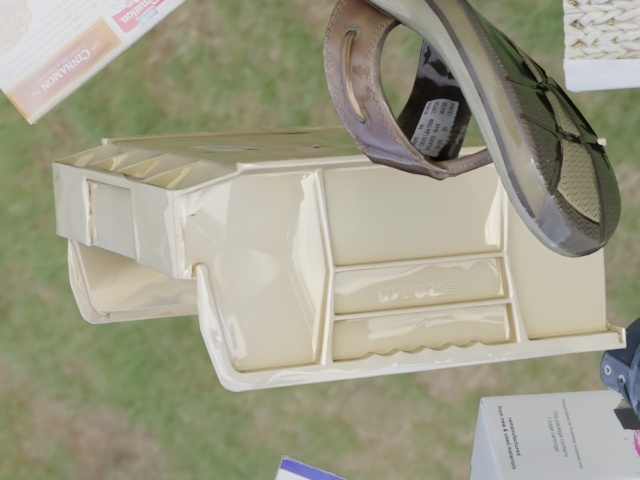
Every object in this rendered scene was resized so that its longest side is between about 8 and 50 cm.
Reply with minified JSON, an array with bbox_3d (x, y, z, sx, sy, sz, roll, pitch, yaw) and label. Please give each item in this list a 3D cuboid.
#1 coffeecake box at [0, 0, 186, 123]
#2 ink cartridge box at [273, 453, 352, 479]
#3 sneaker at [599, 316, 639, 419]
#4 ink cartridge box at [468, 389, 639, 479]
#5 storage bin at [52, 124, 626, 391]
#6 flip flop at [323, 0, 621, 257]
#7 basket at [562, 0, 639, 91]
[{"bbox_3d":[-0.201,-0.195,1.356,0.185,0.142,0.068,51,179,-8],"label":"coffeecake box"},{"bbox_3d":[0.005,0.310,0.983,0.176,0.370,0.069,18,180,27],"label":"ink cartridge box"},{"bbox_3d":[0.231,0.144,1.228,0.086,0.226,0.163,16,-178,-28],"label":"sneaker"},{"bbox_3d":[0.282,0.240,1.812,0.278,0.117,0.201,-3,134,-6],"label":"ink cartridge box"},{"bbox_3d":[0.000,0.000,1.176,0.262,0.260,0.123,-165,71,-66],"label":"storage bin"},{"bbox_3d":[0.037,-0.079,0.874,0.112,0.080,0.277,32,-165,-52],"label":"flip flop"},{"bbox_3d":[0.269,-0.172,1.461,0.167,0.113,0.103,1,105,47],"label":"basket"}]
